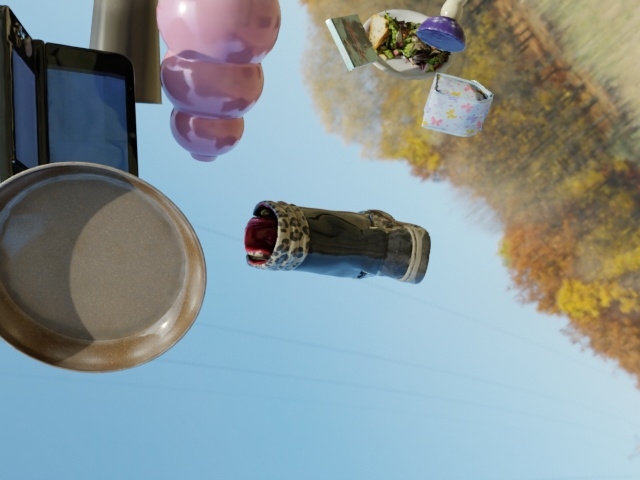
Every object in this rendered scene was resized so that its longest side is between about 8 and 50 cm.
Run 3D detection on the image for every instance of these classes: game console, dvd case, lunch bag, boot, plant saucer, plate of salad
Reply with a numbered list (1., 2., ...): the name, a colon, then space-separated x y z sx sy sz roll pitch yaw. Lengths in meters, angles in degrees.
1. game console: -0.387 -0.187 1.247 0.250 0.173 0.293 129 136 -81
2. dvd case: 0.054 -0.325 1.313 0.087 0.013 0.119 64 -149 -6
3. lunch bag: 0.189 -0.185 1.109 0.083 0.071 0.053 14 -129 1
4. boot: 0.000 0.000 1.475 0.284 0.138 0.377 7 -175 -22
5. plant saucer: -0.304 0.034 1.057 0.310 0.310 0.050 40 -162 -21
6. plate of salad: 0.181 -0.409 1.640 0.200 0.048 0.200 4 -123 -7

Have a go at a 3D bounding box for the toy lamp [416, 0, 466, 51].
1. toy lamp: 0.212 -0.398 1.103 0.080 0.275 0.080 20 177 1

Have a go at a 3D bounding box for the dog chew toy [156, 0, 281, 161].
1. dog chew toy: -0.180 -0.297 1.366 0.206 0.332 0.206 8 -159 -3

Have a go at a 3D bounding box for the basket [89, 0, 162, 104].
1. basket: -0.404 -0.401 1.663 0.154 0.227 0.204 5 -172 8
